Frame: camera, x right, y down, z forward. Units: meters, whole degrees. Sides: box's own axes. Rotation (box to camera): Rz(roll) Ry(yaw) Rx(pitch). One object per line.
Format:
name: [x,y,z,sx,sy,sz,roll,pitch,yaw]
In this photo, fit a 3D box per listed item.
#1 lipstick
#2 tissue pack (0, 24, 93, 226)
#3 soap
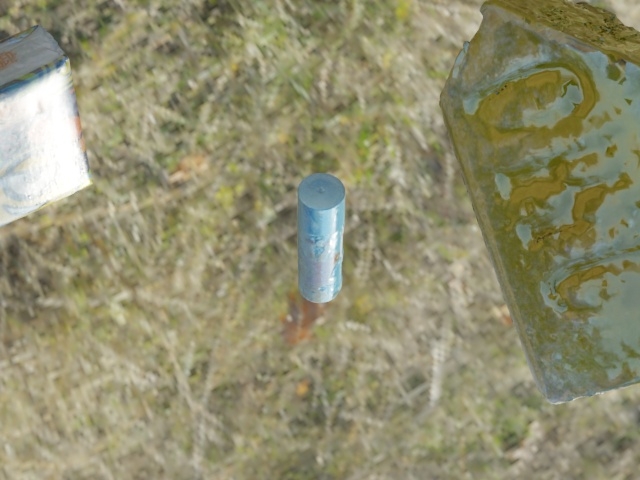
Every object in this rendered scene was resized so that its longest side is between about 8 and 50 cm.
lipstick: [0.000,0.000,1.486,0.048,0.048,0.158,-18,145,-14]
tissue pack: [-0.138,-0.049,0.660,0.063,0.035,0.083,-26,144,-21]
soap: [0.175,-0.038,0.941,0.160,0.258,0.080,-21,179,39]
